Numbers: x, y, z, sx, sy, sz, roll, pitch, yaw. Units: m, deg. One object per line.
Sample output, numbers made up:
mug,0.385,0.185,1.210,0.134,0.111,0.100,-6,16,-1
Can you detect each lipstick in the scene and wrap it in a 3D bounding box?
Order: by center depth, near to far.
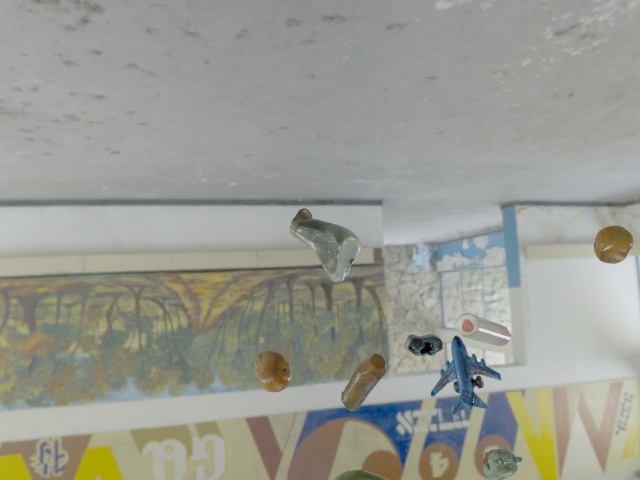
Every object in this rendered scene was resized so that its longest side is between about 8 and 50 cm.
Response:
lipstick,0.610,0.336,1.819,0.087,0.087,0.327,-8,160,38

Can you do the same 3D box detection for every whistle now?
whistle,0.621,0.778,1.699,0.102,0.105,0.253,19,149,14

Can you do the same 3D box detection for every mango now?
mango,-0.146,0.392,1.493,0.089,0.115,0.165,35,-171,-30

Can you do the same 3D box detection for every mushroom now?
mushroom,0.000,0.000,1.617,0.329,0.159,0.122,34,166,46

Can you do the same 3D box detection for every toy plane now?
toy plane,0.495,0.457,1.689,0.254,0.271,0.105,-25,129,31

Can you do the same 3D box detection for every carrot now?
carrot,0.183,0.607,2.102,0.114,0.114,0.301,1,131,-33

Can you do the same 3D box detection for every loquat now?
loquat,1.006,0.017,1.685,0.113,0.137,0.137,6,174,-3

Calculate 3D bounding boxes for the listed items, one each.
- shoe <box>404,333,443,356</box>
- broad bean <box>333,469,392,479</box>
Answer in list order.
shoe,0.455,0.457,2.089,0.207,0.091,0.106,9,-164,-37
broad bean,0.127,0.654,1.161,0.238,0.291,0.119,-30,-155,20
